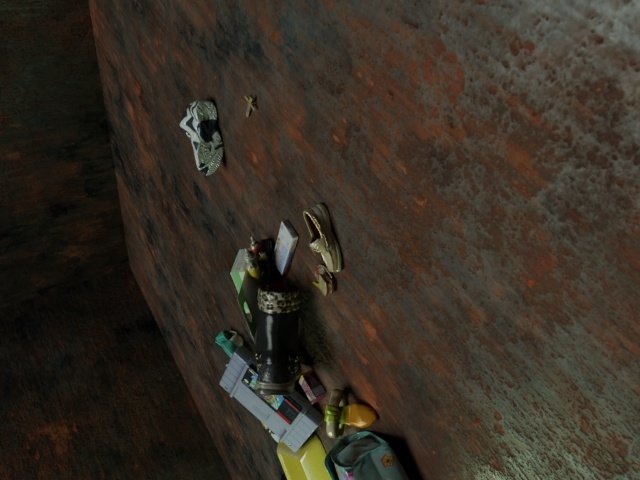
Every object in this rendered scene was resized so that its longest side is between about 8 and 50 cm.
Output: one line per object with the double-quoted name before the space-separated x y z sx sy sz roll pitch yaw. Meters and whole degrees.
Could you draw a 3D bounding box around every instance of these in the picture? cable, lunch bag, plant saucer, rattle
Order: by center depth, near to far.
"lunch bag" 0.124 0.614 1.243 0.223 0.160 0.262 63 162 6
"rattle" 0.088 0.490 1.354 0.130 0.143 0.199 -93 -8 -48
"cable" -0.178 0.106 1.510 0.287 0.072 0.139 87 -176 -46
"plant saucer" -0.043 0.850 1.753 0.333 0.081 0.332 -32 80 62

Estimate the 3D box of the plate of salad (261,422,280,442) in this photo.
"plate of salad" -0.208 0.730 1.998 0.200 0.048 0.199 37 137 45

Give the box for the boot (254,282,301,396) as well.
"boot" -0.123 0.268 1.452 0.377 0.138 0.284 -43 -45 -88

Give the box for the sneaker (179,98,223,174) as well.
"sneaker" -0.390 -0.337 1.600 0.153 0.094 0.234 28 130 53

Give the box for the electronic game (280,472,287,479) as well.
"electronic game" -0.099 1.008 1.893 0.229 0.048 0.229 -25 -90 -89

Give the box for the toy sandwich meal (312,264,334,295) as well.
"toy sandwich meal" 0.006 0.103 1.253 0.085 0.029 0.085 38 138 45

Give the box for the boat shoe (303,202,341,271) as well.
"boat shoe" 0.000 0.000 1.168 0.063 0.059 0.170 -11 98 61

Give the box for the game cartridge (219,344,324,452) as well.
"game cartridge" -0.171 0.525 1.633 0.355 0.068 0.230 38 136 11

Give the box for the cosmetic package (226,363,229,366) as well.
"cosmetic package" -0.328 0.545 2.075 0.239 0.061 0.098 -38 73 60

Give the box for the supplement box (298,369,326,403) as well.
"supplement box" -0.025 0.445 1.505 0.083 0.043 0.055 55 147 27

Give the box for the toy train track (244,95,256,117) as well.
"toy train track" -0.186 -0.356 1.318 0.048 0.014 0.083 57 155 9

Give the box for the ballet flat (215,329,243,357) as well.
"ballet flat" -0.366 0.417 2.031 0.083 0.087 0.247 41 167 -25

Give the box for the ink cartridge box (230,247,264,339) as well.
"ink cartridge box" -0.222 0.158 1.487 0.235 0.056 0.171 -78 -21 -52

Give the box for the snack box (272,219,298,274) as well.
"snack box" -0.102 0.023 1.397 0.064 0.022 0.178 56 148 26
